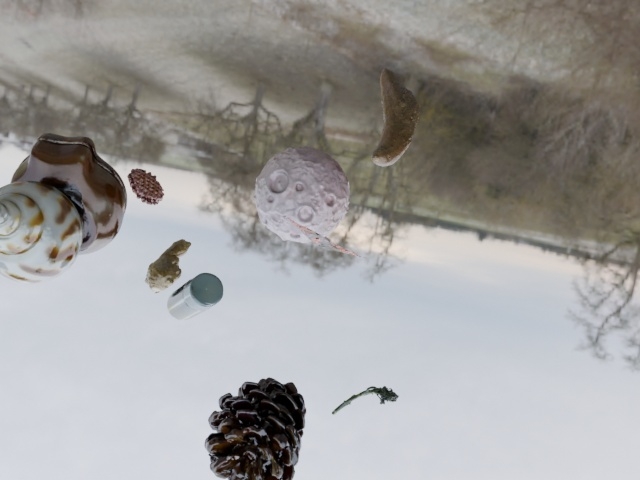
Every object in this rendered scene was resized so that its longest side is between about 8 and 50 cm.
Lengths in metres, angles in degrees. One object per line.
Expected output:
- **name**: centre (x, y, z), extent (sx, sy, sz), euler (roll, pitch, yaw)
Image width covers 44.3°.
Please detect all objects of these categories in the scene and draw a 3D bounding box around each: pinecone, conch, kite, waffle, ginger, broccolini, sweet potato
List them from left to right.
- **conch**: centre (-0.522, -0.016, 1.413), extent (0.149, 0.183, 0.275), euler (19, 166, 31)
- **waffle**: centre (-0.342, -0.104, 1.543), extent (0.083, 0.029, 0.075), euler (57, -153, 14)
- **ginger**: centre (-0.393, 0.065, 2.069), extent (0.096, 0.165, 0.067), euler (19, 156, 41)
- **pinecone**: centre (-0.176, 0.514, 2.044), extent (0.242, 0.298, 0.296), euler (33, -158, -14)
- **kite**: centre (-0.001, 0.001, 1.862), extent (0.222, 0.008, 0.125), euler (28, 168, -3)
- **broccolini**: centre (0.110, 0.409, 2.027), extent (0.194, 0.052, 0.054), euler (-20, 163, 30)
- **sweet potato**: centre (0.201, -0.327, 2.042), extent (0.114, 0.341, 0.092), euler (3, 145, 6)

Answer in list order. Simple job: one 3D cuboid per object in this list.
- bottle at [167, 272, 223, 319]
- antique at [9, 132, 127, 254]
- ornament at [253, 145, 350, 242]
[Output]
- **bottle**: centre (-0.301, 0.136, 1.873), extent (0.082, 0.082, 0.286), euler (8, 166, -20)
- **antique**: centre (-0.504, -0.079, 1.569), extent (0.223, 0.278, 0.129), euler (9, -135, -8)
- **ornament**: centre (-0.054, -0.122, 2.081), extent (0.259, 0.259, 0.225), euler (13, 172, 31)
